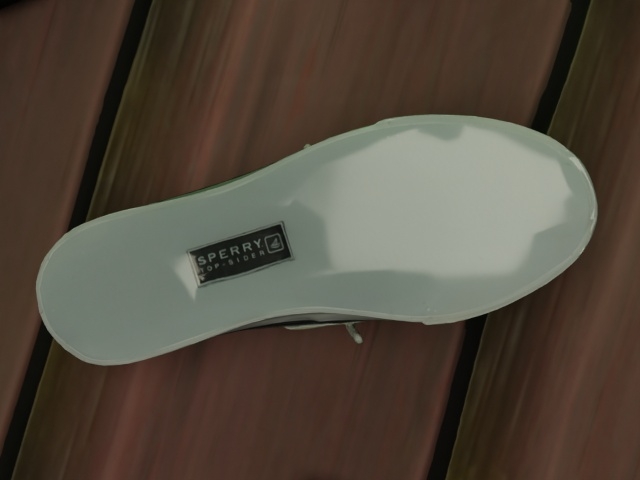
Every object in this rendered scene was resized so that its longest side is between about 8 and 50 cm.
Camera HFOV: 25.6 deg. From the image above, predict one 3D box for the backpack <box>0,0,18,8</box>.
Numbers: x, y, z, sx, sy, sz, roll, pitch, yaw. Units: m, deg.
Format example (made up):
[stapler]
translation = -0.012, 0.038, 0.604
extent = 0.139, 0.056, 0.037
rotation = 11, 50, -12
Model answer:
[backpack]
translation = -0.223, -0.343, 0.748
extent = 0.273, 0.290, 0.355
rotation = -30, 79, -2

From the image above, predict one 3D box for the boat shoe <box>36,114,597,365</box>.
[boat shoe]
translation = 0.001, 0.004, 0.783
extent = 0.306, 0.105, 0.113
rotation = -18, 91, 14
